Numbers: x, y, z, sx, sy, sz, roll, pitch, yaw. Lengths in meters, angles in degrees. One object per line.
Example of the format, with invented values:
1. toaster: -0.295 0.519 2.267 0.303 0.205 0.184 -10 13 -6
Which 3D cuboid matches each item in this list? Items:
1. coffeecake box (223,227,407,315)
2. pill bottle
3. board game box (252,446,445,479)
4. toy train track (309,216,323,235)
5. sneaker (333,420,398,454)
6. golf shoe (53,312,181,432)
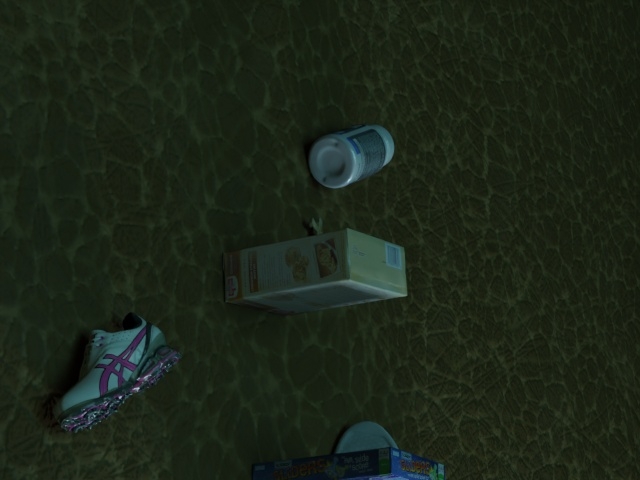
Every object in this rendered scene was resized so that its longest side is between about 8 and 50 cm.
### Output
1. coffeecake box: -0.007 0.043 1.895 0.142 0.186 0.068 17 66 -56
2. pill bottle: 0.047 -0.124 2.144 0.137 0.078 0.078 -24 101 -58
3. board game box: 0.035 0.294 1.866 0.136 0.201 0.035 27 57 -53
4. toy train track: 0.000 0.000 2.091 0.048 0.014 0.083 -82 150 -42
5. sneaker: 0.078 0.397 2.020 0.147 0.105 0.295 81 -2 -55
6. golf shoe: -0.234 0.142 1.622 0.086 0.067 0.186 48 35 5
